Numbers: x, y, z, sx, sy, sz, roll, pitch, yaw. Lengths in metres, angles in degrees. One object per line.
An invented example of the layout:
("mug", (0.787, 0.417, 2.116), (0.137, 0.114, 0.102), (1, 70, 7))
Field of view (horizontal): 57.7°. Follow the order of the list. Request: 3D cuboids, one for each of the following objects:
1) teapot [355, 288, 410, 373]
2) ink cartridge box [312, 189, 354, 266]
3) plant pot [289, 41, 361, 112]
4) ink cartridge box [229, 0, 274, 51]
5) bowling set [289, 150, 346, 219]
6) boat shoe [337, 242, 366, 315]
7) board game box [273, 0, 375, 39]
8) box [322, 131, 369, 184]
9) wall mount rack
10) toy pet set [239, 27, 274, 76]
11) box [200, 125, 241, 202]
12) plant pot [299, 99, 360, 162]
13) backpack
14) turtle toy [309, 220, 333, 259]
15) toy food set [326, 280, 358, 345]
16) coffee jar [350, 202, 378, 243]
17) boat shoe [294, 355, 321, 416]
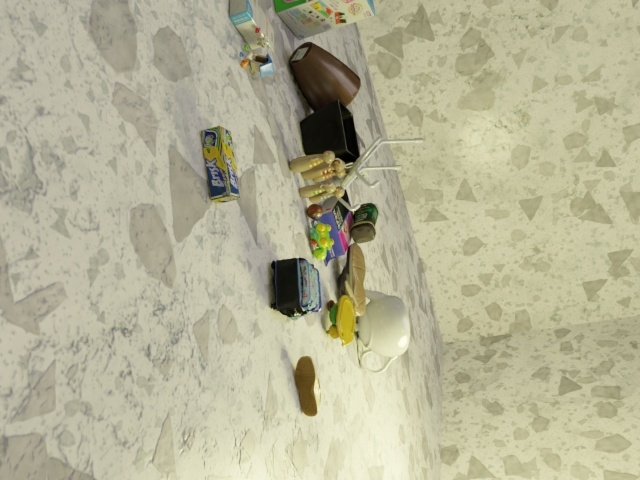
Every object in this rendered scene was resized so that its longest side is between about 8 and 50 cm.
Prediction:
("teapot", (0.219, 0.334, 2.222), (0.256, 0.187, 0.252), (-107, -161, -47))
("ink cartridge box", (0.058, -0.059, 2.164), (0.371, 0.069, 0.175), (-57, 133, -62))
("plant pot", (-0.004, -0.608, 2.140), (0.230, 0.215, 0.215), (41, 38, -38))
("ink cartridge box", (-0.203, -0.649, 1.734), (0.181, 0.061, 0.104), (47, 36, -58))
("bowling set", (0.021, -0.178, 1.968), (0.287, 0.154, 0.200), (3, 76, -71))
("boat shoe", (0.109, 0.144, 2.134), (0.103, 0.092, 0.285), (31, 50, -49))
("board game box", (0.020, -0.859, 2.137), (0.242, 0.316, 0.064), (17, 63, -71))
("box", (0.093, -0.346, 2.317), (0.247, 0.142, 0.163), (36, 45, -64))
("wall mount rack", (0.204, -0.263, 2.099), (0.130, 0.350, 0.304), (42, 63, 2))
("toy pet set", (-0.174, -0.532, 1.691), (0.114, 0.065, 0.122), (86, 26, -60))
("box", (-0.232, -0.175, 1.354), (0.059, 0.054, 0.169), (11, 68, -71))
("plant pot", (0.030, -0.374, 2.102), (0.187, 0.167, 0.188), (13, 66, -70))
("backpack", (-0.056, 0.139, 1.595), (0.173, 0.117, 0.158), (49, 34, -62))
("turtle toy", (0.000, 0.000, 1.932), (0.095, 0.066, 0.130), (1, 78, -72))
("toy food set", (0.063, 0.256, 1.955), (0.128, 0.071, 0.218), (60, 29, -34))
("coffee jar", (0.171, -0.066, 2.251), (0.184, 0.096, 0.079), (-77, 148, -53))
("boat shoe", (-0.032, 0.395, 1.601), (0.059, 0.063, 0.170), (-28, 115, -74))
